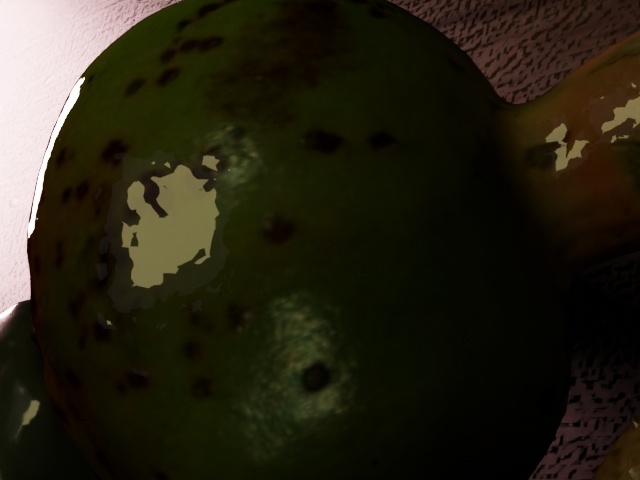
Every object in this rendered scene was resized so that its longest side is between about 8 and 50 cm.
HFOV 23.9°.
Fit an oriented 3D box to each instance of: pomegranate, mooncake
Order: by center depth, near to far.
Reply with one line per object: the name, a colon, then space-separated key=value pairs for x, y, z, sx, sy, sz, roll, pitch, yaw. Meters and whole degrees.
pomegranate: x=0.027 y=0.021 z=0.564 sx=0.286 sy=0.231 sz=0.230 roll=3 pitch=70 yaw=21
mooncake: x=-0.090 y=0.102 z=0.704 sx=0.104 sy=0.175 sz=0.168 roll=-130 pitch=26 yaw=-57

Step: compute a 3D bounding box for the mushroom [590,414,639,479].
mushroom: x=0.050 y=0.225 z=0.411 sx=0.345 sy=0.239 sz=0.345 roll=-174 pitch=90 yaw=-77
